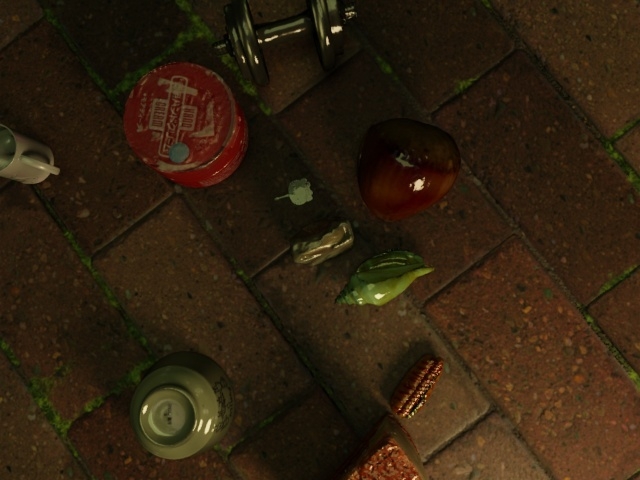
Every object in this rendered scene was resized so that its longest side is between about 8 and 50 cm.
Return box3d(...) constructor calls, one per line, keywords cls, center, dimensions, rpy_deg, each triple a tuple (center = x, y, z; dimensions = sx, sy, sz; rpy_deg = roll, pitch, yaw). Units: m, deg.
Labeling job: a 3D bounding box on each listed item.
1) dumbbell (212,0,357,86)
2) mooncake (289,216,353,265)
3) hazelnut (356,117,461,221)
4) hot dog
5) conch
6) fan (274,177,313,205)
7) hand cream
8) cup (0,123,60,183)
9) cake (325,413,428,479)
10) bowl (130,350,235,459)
box3d(cls="dumbbell", center=(-0.070, -0.411, 1.010), dimensions=(0.289, 0.192, 0.192), rpy_deg=(-15, 85, 2))
box3d(cls="mooncake", center=(0.000, 0.000, 1.010), dimensions=(0.129, 0.125, 0.073), rpy_deg=(-24, 80, -1))
box3d(cls="hazelnut", center=(0.157, -0.128, 0.989), dimensions=(0.208, 0.208, 0.208), rpy_deg=(0, 86, 4))
box3d(cls="hot dog", center=(0.193, 0.287, 1.020), dimensions=(0.062, 0.038, 0.144), rpy_deg=(37, 89, 6))
box3d(cls="conch", center=(0.118, 0.076, 1.023), dimensions=(0.200, 0.079, 0.095), rpy_deg=(-31, 71, -16))
box3d(cls="fan", center=(-0.057, -0.098, 1.080), dimensions=(0.083, 0.004, 0.056), rpy_deg=(-15, 85, 3))
box3d(cls="hand cream", center=(-0.259, -0.223, 1.033), dimensions=(0.230, 0.149, 0.230), rpy_deg=(-1, 84, 6))
box3d(cls="cup", center=(-0.615, -0.161, 1.057), dimensions=(0.099, 0.133, 0.136), rpy_deg=(-42, 85, -1))
box3d(cls="cake", center=(0.064, 0.429, 0.961), dimensions=(0.261, 0.158, 0.160), rpy_deg=(-12, 81, 4))
box3d(cls="bowl", center=(-0.280, 0.332, 1.014), dimensions=(0.211, 0.112, 0.212), rpy_deg=(0, 86, 2))
